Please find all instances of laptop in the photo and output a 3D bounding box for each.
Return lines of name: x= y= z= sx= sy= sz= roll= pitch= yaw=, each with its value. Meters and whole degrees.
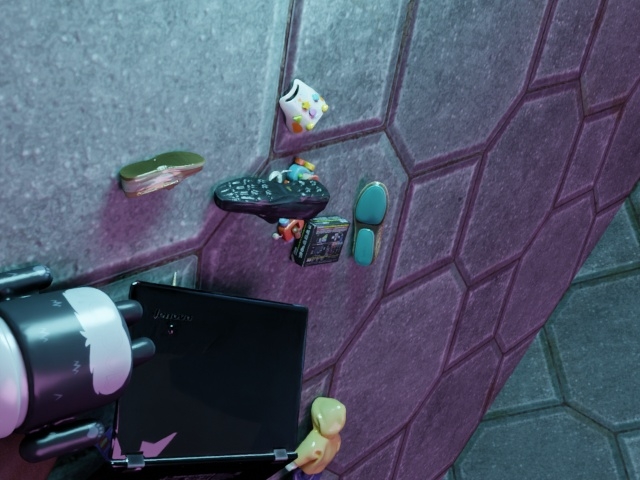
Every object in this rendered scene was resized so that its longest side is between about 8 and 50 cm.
laptop: x=-0.243 y=0.301 z=1.306 sx=0.382 sy=0.236 sz=0.408 roll=14 pitch=133 yaw=-44

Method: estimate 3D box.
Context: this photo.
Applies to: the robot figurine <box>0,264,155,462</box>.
robot figurine: x=-0.364 y=0.155 z=0.993 sx=0.278 sy=0.209 sz=0.173 roll=-12 pitch=128 yaw=-46

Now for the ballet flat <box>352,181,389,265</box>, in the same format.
ballet flat: x=0.106 y=-0.043 z=1.617 sx=0.067 sy=0.073 sz=0.206 roll=-61 pitch=165 yaw=-58

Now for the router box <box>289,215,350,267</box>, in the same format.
router box: x=0.000 y=0.000 z=1.515 sx=0.122 sy=0.038 sz=0.092 roll=-6 pitch=120 yaw=-52

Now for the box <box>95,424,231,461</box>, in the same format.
box: x=-0.245 y=0.366 z=1.399 sx=0.201 sy=0.057 sz=0.293 roll=-48 pitch=137 yaw=-9

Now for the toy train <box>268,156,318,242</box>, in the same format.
toy train: x=-0.040 y=-0.071 z=1.397 sx=0.125 sy=0.046 sz=0.166 roll=-41 pitch=143 yaw=-28

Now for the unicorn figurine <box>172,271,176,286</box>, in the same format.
unicorn figurine: x=-0.279 y=0.140 z=1.225 sx=0.162 sy=0.060 sz=0.111 roll=-30 pitch=141 yaw=-42

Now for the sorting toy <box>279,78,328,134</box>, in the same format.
sorting toy: x=-0.034 y=-0.234 z=1.292 sx=0.075 sy=0.045 sz=0.083 roll=42 pitch=79 yaw=-38

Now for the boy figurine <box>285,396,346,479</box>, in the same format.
boy figurine: x=-0.019 y=0.517 z=1.850 sx=0.177 sy=0.092 sz=0.285 roll=-5 pitch=118 yaw=-52

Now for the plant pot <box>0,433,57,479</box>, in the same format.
plant pot: x=-0.461 y=0.315 z=1.009 sx=0.230 sy=0.216 sz=0.215 roll=-48 pitch=149 yaw=-44

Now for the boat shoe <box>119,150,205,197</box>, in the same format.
boat shoe: x=-0.233 y=-0.097 z=1.116 sx=0.135 sy=0.050 sz=0.045 roll=-18 pitch=133 yaw=-34

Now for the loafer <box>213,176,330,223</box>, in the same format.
loafer: x=-0.084 y=-0.062 z=1.299 sx=0.223 sy=0.076 sz=0.078 roll=-2 pitch=132 yaw=-37
